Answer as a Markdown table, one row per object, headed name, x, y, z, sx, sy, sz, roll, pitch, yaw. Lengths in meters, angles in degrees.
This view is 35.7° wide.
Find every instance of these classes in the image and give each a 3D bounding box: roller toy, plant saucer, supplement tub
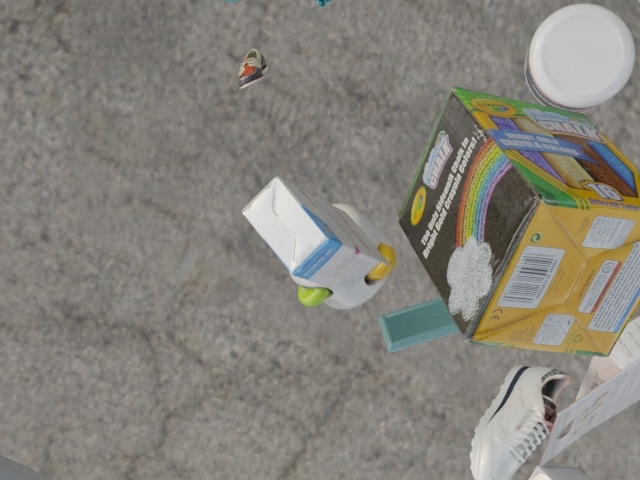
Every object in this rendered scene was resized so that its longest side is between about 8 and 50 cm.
| name | x | y | z | sx | sy | sz | roll | pitch | yaw |
| --- | --- | --- | --- | --- | --- | --- | --- | --- | --- |
| roller toy | 0.046 | 0.034 | 2.006 | 0.209 | 0.191 | 0.146 | -37 | 129 | 20 |
| plant saucer | 0.189 | 0.118 | 1.569 | 0.192 | 0.067 | 0.018 | -17 | 147 | 1 |
| supplement tub | 0.497 | -0.346 | 1.936 | 0.191 | 0.272 | 0.191 | 1 | 94 | 9 |

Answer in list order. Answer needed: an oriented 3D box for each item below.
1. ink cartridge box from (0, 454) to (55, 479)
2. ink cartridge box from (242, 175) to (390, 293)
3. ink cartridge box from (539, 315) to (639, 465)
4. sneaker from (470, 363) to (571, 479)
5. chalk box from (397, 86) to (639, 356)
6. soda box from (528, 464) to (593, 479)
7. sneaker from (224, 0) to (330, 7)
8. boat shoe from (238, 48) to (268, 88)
| name | x | y | z | sx | sy | sz | roll | pitch | yaw |
| --- | --- | --- | --- | --- | --- | --- | --- | --- | --- |
| ink cartridge box | -0.435 | 0.230 | 0.746 | 0.384 | 0.091 | 0.308 | -23 | 142 | 17 |
| ink cartridge box | 0.000 | 0.000 | 1.160 | 0.061 | 0.104 | 0.181 | -45 | 153 | 12 |
| ink cartridge box | 0.460 | 0.239 | 1.633 | 0.261 | 0.066 | 0.296 | -30 | 153 | -10 |
| sneaker | 0.318 | 0.298 | 1.582 | 0.094 | 0.235 | 0.090 | 2 | 143 | 44 |
| chalk box | 0.210 | -0.039 | 1.061 | 0.179 | 0.289 | 0.180 | 8 | 123 | -22 |
| soda box | 0.255 | 0.285 | 0.838 | 0.069 | 0.216 | 0.074 | 13 | 110 | -39 |
| sneaker | -0.024 | -0.380 | 1.386 | 0.275 | 0.110 | 0.107 | -19 | 148 | -28 |
| boat shoe | -0.125 | -0.310 | 1.792 | 0.049 | 0.137 | 0.043 | -18 | 111 | 16 |
